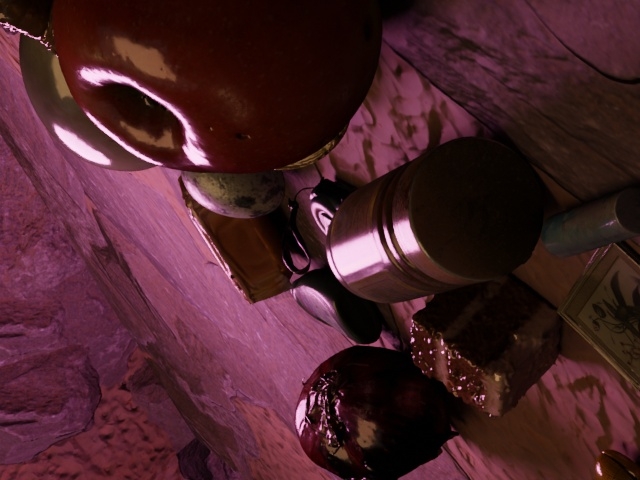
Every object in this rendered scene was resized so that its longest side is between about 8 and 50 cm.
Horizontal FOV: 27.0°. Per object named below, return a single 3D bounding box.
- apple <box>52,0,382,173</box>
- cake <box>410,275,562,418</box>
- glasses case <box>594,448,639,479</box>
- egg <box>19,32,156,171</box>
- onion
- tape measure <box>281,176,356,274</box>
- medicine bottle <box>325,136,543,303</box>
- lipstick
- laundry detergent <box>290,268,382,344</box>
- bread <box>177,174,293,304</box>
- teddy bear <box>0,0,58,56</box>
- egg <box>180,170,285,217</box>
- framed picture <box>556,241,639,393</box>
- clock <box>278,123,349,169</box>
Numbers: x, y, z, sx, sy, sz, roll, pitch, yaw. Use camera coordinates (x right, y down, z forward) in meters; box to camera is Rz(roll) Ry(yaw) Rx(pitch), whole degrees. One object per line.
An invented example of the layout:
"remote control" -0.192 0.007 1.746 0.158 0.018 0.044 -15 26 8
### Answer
"apple" -0.109 -0.219 1.384 0.348 0.277 0.348 26 155 13
"cake" 0.202 0.121 1.617 0.147 0.135 0.134 37 158 24
"glasses case" 0.406 0.358 1.705 0.079 0.064 0.234 39 162 52
"egg" -0.286 -0.241 1.864 0.258 0.258 0.352 43 159 21
"onion" 0.090 0.270 2.062 0.281 0.221 0.281 16 161 6
"tape measure" -0.004 0.000 1.817 0.104 0.180 0.107 10 139 40
"medicine bottle" 0.116 -0.013 1.514 0.151 0.151 0.322 52 163 -5
"lipstick" 0.270 -0.016 1.305 0.048 0.048 0.158 51 162 -3
"laundry detergent" 0.013 0.102 2.144 0.137 0.063 0.211 51 164 -24
"bread" -0.133 -0.021 2.155 0.241 0.107 0.136 61 180 -29
"teddy bear" -0.246 -0.318 1.627 0.267 0.256 0.156 32 178 12
"egg" -0.127 -0.100 1.965 0.172 0.132 0.132 33 157 19
"framed picture" 0.339 0.095 1.421 0.173 0.010 0.231 46 162 15
"clock" -0.078 -0.174 1.625 0.237 0.057 0.237 11 129 14
